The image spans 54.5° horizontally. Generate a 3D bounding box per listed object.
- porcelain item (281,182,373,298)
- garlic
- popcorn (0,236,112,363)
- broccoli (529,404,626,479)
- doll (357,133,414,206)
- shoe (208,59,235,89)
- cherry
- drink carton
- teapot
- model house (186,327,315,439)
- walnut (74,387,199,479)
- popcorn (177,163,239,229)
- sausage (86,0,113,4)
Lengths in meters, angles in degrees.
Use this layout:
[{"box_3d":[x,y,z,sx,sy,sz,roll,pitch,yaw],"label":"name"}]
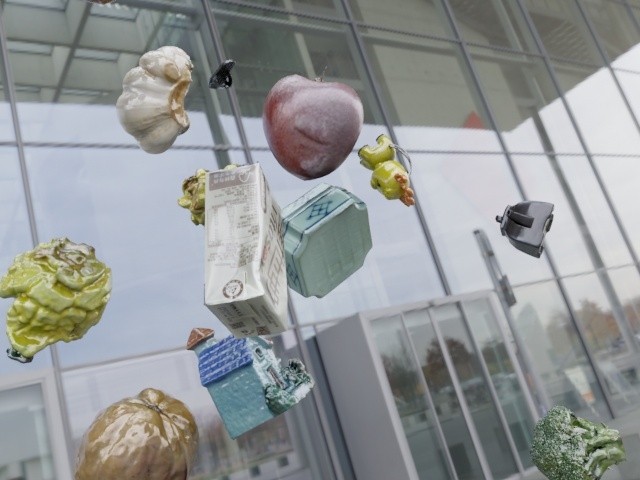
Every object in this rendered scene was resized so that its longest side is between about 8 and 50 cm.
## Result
[{"box_3d":[0.000,0.000,1.771,0.281,0.157,0.285,-39,-40,-22],"label":"porcelain item"},{"box_3d":[-0.451,-0.370,1.645,0.185,0.280,0.203,-10,15,-35],"label":"garlic"},{"box_3d":[-0.687,0.124,1.605,0.293,0.293,0.237,0,-54,-45],"label":"popcorn"},{"box_3d":[0.403,0.333,0.982,0.138,0.145,0.162,-13,-35,18],"label":"broccoli"},{"box_3d":[0.200,-0.187,1.757,0.135,0.221,0.143,-30,-33,-8],"label":"doll"},{"box_3d":[-0.291,-0.484,1.870,0.062,0.053,0.159,-26,-5,-33],"label":"shoe"},{"box_3d":[-0.025,-0.295,1.609,0.261,0.307,0.221,12,22,5],"label":"cherry"},{"box_3d":[-0.156,0.020,1.323,0.132,0.324,0.194,-10,-30,9],"label":"drink carton"},{"box_3d":[0.373,-0.028,1.154,0.096,0.087,0.177,18,-3,23],"label":"teapot"},{"box_3d":[-0.207,0.345,1.758,0.252,0.329,0.295,-37,-7,18],"label":"model house"},{"box_3d":[-0.468,0.562,1.592,0.306,0.343,0.306,14,13,-3],"label":"walnut"},{"box_3d":[-0.363,-0.158,2.220,0.286,0.215,0.252,-25,-11,34],"label":"popcorn"},{"box_3d":[-0.485,-0.608,1.354,0.136,0.241,0.120,6,-34,-6],"label":"sausage"}]
